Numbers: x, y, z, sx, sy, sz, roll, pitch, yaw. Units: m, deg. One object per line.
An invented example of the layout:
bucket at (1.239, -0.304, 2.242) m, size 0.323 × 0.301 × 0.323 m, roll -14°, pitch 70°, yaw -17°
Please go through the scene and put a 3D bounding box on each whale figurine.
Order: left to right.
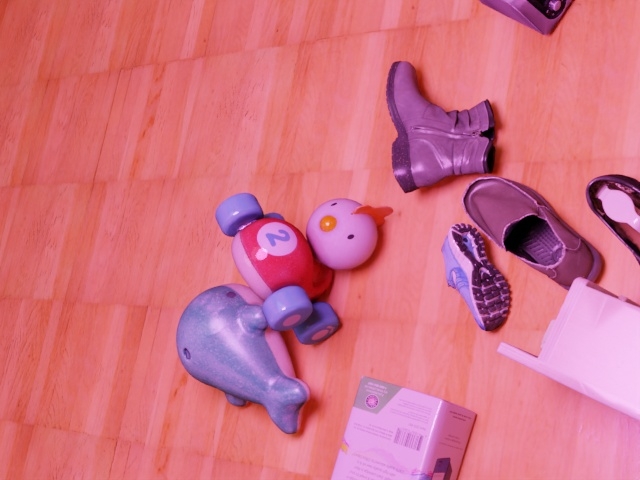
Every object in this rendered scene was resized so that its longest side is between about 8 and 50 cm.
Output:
whale figurine at (-0.128, 0.193, 1.768) m, size 0.272 × 0.141 × 0.216 m, roll 48°, pitch 136°, yaw 32°

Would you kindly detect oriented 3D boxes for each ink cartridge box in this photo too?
ink cartridge box at (0.107, 0.316, 1.576) m, size 0.154 × 0.093 × 0.212 m, roll 11°, pitch 79°, yaw 43°

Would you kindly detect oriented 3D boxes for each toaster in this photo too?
toaster at (0.308, -0.426, 1.684) m, size 0.185 × 0.110 × 0.168 m, roll 41°, pitch 100°, yaw 42°

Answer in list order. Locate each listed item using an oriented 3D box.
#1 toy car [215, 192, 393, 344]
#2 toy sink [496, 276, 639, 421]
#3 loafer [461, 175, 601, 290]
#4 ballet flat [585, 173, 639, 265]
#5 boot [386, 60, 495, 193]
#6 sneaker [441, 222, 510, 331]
toy car at (0.000, 0.000, 1.731) m, size 0.238 × 0.210 × 0.219 m, roll -34°, pitch 64°, yaw 10°
toy sink at (0.367, 0.136, 1.389) m, size 0.234 × 0.152 × 0.131 m, roll 24°, pitch 90°, yaw 44°
loafer at (0.284, -0.024, 1.562) m, size 0.251 × 0.087 × 0.094 m, roll 39°, pitch 100°, yaw 42°
ballet flat at (0.432, 0.008, 1.420) m, size 0.095 × 0.096 × 0.280 m, roll -55°, pitch 48°, yaw 14°
boot at (0.192, -0.187, 1.725) m, size 0.161 × 0.083 × 0.247 m, roll -14°, pitch 57°, yaw 19°
sneaker at (0.220, 0.058, 1.615) m, size 0.073 × 0.063 × 0.162 m, roll -53°, pitch 49°, yaw 55°
